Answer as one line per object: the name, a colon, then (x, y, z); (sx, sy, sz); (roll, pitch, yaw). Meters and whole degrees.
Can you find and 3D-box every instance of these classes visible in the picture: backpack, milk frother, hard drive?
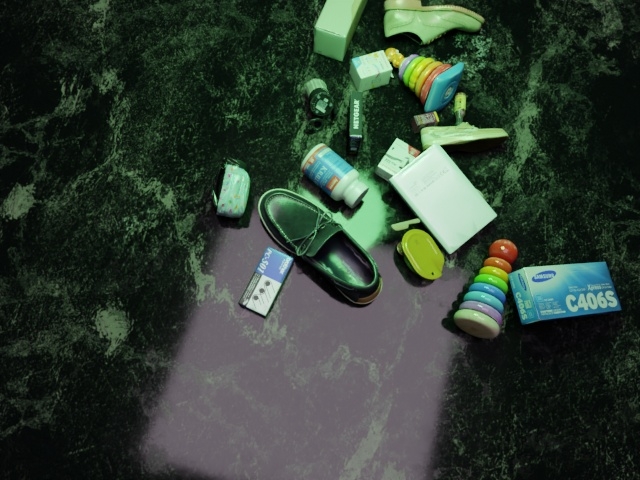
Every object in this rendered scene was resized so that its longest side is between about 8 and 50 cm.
backpack: (-0.292, -0.165, 1.600); (0.115, 0.152, 0.181); (9, 78, -4)
milk frother: (-0.016, -0.477, 1.738); (0.143, 0.129, 0.134); (-35, 37, 16)
hard drive: (0.408, -0.142, 1.633); (0.210, 0.040, 0.318); (-39, 88, -5)

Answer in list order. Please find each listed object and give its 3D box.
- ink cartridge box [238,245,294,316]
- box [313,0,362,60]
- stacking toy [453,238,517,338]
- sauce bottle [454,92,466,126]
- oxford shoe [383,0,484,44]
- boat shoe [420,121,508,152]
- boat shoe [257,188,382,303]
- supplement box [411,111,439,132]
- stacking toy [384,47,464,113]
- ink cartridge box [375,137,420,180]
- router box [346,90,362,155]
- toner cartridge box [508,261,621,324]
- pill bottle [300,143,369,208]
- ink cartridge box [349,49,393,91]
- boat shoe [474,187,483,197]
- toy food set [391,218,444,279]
ink cartridge box: (-0.172, 0.131, 1.557); (0.097, 0.046, 0.207); (24, 73, 4)
box: (0.082, -0.853, 1.833); (0.121, 0.148, 0.311); (20, 74, 3)
stacking toy: (0.544, 0.140, 1.558); (0.141, 0.141, 0.330); (27, 66, 6)
sauce bottle: (0.512, -0.479, 1.786); (0.042, 0.042, 0.128); (7, 70, -1)
oxford shoe: (0.428, -0.821, 1.868); (0.397, 0.140, 0.146); (4, 103, -6)
boat shoe: (0.507, -0.372, 1.722); (0.303, 0.109, 0.098); (-6, 74, 1)
boat shoe: (0.000, 0.000, 1.553); (0.500, 0.156, 0.187); (43, 77, 12)
supplement box: (0.377, -0.425, 1.757); (0.083, 0.055, 0.043); (-13, 72, -7)
stacking toy: (0.349, -0.615, 1.779); (0.302, 0.165, 0.175); (41, 59, 21)
ink cartridge box: (0.269, -0.272, 1.701); (0.099, 0.056, 0.135); (32, 73, 6)
router box: (0.118, -0.406, 1.697); (0.046, 0.133, 0.178); (3, 73, -1)
toner cartridge box: (0.768, 0.162, 1.527); (0.348, 0.075, 0.165); (-3, 71, -22)
pill bottle: (0.051, -0.213, 1.636); (0.221, 0.124, 0.124); (41, 75, 11)
ink cartridge box: (0.192, -0.624, 1.792); (0.143, 0.090, 0.092); (-20, 74, -8)
boat shoe: (0.498, -0.176, 1.689); (0.137, 0.049, 0.043); (18, 33, 4)
toy food set: (0.315, 0.038, 1.604); (0.128, 0.071, 0.217); (-22, 76, -28)
